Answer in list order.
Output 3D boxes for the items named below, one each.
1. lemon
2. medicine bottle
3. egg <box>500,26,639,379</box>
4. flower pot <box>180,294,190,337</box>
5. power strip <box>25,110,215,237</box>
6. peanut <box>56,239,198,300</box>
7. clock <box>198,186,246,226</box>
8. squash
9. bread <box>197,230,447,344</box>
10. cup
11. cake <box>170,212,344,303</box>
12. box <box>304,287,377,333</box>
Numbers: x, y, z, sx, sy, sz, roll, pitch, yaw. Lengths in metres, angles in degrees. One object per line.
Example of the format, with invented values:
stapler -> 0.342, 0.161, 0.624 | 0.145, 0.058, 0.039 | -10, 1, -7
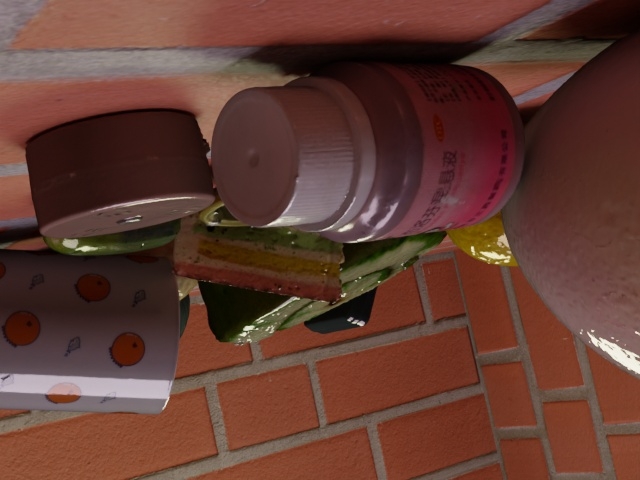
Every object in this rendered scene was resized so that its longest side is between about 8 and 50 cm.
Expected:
lemon -> 0.240, -0.056, 1.227 | 0.203, 0.178, 0.178 | 2, 176, 2
medicine bottle -> 0.041, -0.070, 0.797 | 0.247, 0.147, 0.147 | -9, 174, -43
egg -> 0.321, -0.037, 0.859 | 0.340, 0.354, 0.354 | 9, -173, 31
flower pot -> -0.318, 0.116, 1.700 | 0.189, 0.157, 0.243 | -16, -155, 16
power strip -> -0.166, -0.053, 0.856 | 0.154, 0.078, 0.154 | -12, 174, -1
peanut -> -0.319, 0.063, 1.526 | 0.313, 0.149, 0.149 | -17, 175, 8
clock -> -0.029, -0.067, 1.170 | 0.237, 0.057, 0.237 | -12, 173, -1
squash -> -0.241, -0.017, 1.185 | 0.066, 0.066, 0.229 | -15, 176, 27
bread -> 0.000, 0.035, 1.512 | 0.382, 0.129, 0.366 | -27, 171, 3
cup -> -0.361, 0.114, 1.316 | 0.317, 0.212, 0.212 | 6, 169, -21
cake -> -0.076, 0.011, 1.326 | 0.225, 0.109, 0.090 | 9, 180, 3
box -> 0.051, 0.048, 1.788 | 0.050, 0.230, 0.160 | 27, 156, -26
